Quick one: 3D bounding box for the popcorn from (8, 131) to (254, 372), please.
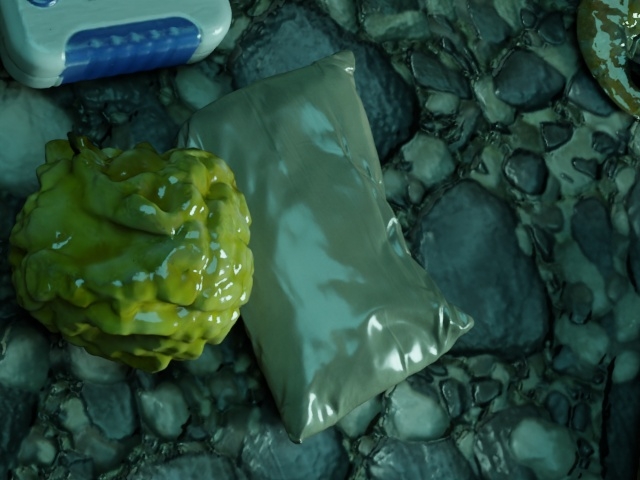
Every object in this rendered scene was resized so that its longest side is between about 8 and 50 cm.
[{"bbox_3d":[-0.133,0.004,1.384,0.180,0.170,0.180,-3,30,2],"label":"popcorn"}]

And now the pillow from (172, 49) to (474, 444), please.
[{"bbox_3d":[0.000,0.000,1.476,0.173,0.067,0.270,-21,79,-19],"label":"pillow"}]

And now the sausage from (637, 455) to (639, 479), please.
[{"bbox_3d":[0.282,0.138,1.526,0.065,0.066,0.301,20,66,-12],"label":"sausage"}]

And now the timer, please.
[{"bbox_3d":[-0.183,-0.244,1.495,0.178,0.078,0.253,-11,76,-25],"label":"timer"}]

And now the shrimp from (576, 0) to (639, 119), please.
[{"bbox_3d":[0.322,-0.173,1.667,0.219,0.046,0.152,-17,76,-20],"label":"shrimp"}]
